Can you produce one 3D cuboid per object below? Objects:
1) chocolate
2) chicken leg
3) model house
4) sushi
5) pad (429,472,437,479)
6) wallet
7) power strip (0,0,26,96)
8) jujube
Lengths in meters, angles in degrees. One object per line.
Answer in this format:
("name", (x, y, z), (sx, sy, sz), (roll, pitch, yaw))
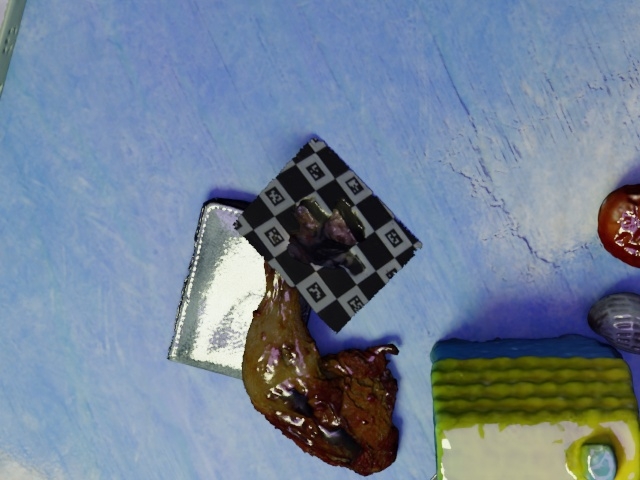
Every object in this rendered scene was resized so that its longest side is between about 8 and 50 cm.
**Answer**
("chocolate", (0.403, 0.112, 1.904), (0.167, 0.072, 0.072), (24, 100, 1))
("chicken leg", (-0.004, 0.157, 1.922), (0.177, 0.083, 0.322), (-45, 107, -4))
("model house", (0.247, 0.225, 1.824), (0.237, 0.303, 0.215), (-1, 91, 4))
("sushi", (0.000, 0.000, 1.879), (0.193, 0.210, 0.040), (47, 136, -3))
("pad", (0.259, 0.346, 1.986), (0.245, 0.006, 0.170), (40, 100, -3))
("wallet", (-0.086, 0.066, 1.955), (0.167, 0.036, 0.222), (14, 101, 1))
("power strip", (-0.410, -0.213, 1.907), (0.062, 0.091, 0.385), (17, 100, 0))
("jujube", (0.415, -0.012, 1.866), (0.176, 0.109, 0.112), (14, 66, 5))
